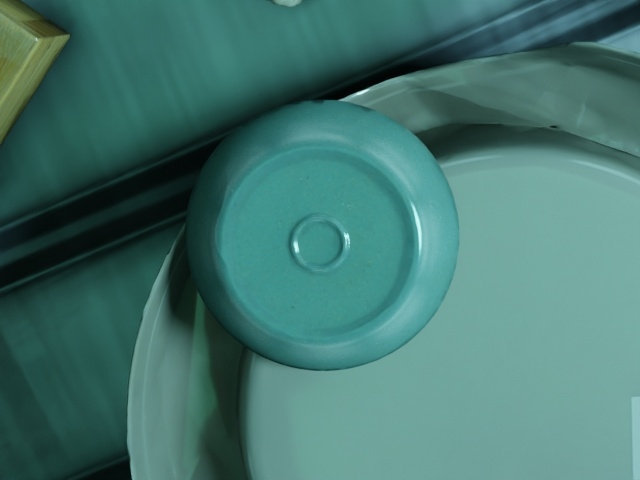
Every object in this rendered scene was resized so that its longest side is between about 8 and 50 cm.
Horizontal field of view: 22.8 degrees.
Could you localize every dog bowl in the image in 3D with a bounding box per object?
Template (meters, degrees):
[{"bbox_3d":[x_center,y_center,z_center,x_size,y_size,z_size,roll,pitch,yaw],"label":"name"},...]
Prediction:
[{"bbox_3d":[0.090,0.077,0.747,0.348,0.102,0.349,1,100,3],"label":"dog bowl"}]

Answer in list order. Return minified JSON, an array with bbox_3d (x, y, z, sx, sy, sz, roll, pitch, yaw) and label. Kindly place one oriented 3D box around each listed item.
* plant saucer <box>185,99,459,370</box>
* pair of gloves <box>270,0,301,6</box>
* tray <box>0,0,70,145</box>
[{"bbox_3d":[0.000,0.000,0.678,0.119,0.021,0.119,1,99,3],"label":"plant saucer"},{"bbox_3d":[-0.058,-0.243,0.702,0.240,0.042,0.204,39,118,7],"label":"pair of gloves"},{"bbox_3d":[-0.322,0.015,0.776,0.203,0.076,0.411,34,99,-3],"label":"tray"}]
